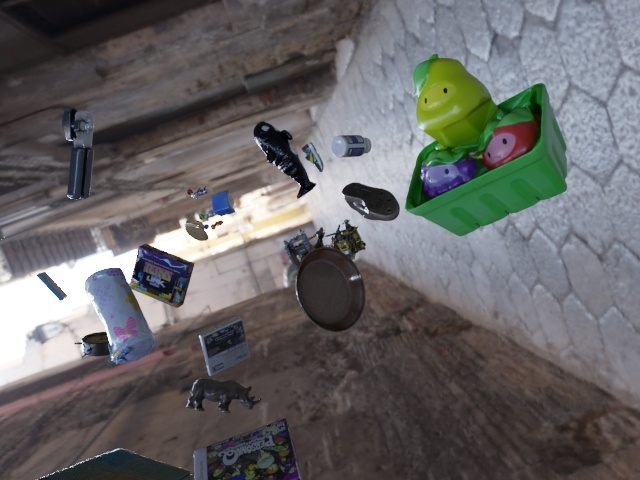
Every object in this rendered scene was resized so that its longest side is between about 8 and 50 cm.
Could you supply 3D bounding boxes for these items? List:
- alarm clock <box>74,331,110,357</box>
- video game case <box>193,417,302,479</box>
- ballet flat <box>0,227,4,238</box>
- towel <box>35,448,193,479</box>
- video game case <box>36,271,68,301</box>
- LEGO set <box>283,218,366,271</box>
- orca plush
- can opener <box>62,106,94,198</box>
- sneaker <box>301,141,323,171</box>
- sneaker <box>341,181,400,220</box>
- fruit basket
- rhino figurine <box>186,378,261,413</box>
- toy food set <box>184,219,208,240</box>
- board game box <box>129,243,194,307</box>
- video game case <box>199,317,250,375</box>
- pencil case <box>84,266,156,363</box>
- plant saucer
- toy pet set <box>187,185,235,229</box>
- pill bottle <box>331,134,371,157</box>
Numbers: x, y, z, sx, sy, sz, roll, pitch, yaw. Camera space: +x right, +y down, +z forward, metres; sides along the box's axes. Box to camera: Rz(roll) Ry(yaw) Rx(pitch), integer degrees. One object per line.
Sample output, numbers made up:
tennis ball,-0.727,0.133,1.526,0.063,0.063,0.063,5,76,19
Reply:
alarm clock,-0.776,0.372,2.370,0.129,0.192,0.064,12,109,46
video game case,-0.164,0.504,1.445,0.210,0.232,0.041,-117,9,-67
ballet flat,-0.965,-0.082,1.770,0.249,0.086,0.086,29,-155,-32
towel,-0.548,0.645,1.743,0.370,0.272,0.040,9,-89,-71
video game case,-0.919,0.157,2.248,0.119,0.015,0.166,50,167,-9
LEGO set,0.000,0.000,2.665,0.192,0.332,0.255,61,-154,-20
orca plush,-0.145,-0.262,2.173,0.151,0.102,0.287,-20,101,47
can opener,-0.751,-0.269,2.035,0.074,0.093,0.280,-12,-71,-61
sneaker,-0.019,-0.211,1.683,0.083,0.035,0.031,63,-167,-11
sneaker,0.123,-0.077,1.471,0.188,0.066,0.071,36,165,51
fruit basket,0.336,-0.235,1.493,0.392,0.393,0.282,70,-152,-42
rhino figurine,-0.319,0.522,2.202,0.073,0.244,0.106,98,176,-65
toy food set,-0.364,-0.029,1.922,0.020,0.083,0.083,-62,-40,-31
board game box,-0.476,0.105,1.960,0.048,0.171,0.141,-42,-30,-70
video game case,-0.375,0.418,2.579,0.022,0.191,0.173,10,115,50
pencil case,-0.557,0.206,1.811,0.273,0.124,0.113,59,-167,25
plant saucer,0.017,0.114,1.503,0.036,0.199,0.198,-23,87,51
toy pet set,-0.274,-0.076,1.659,0.065,0.114,0.122,-81,-28,-57
pill bottle,0.096,-0.286,1.983,0.067,0.120,0.066,11,105,47
